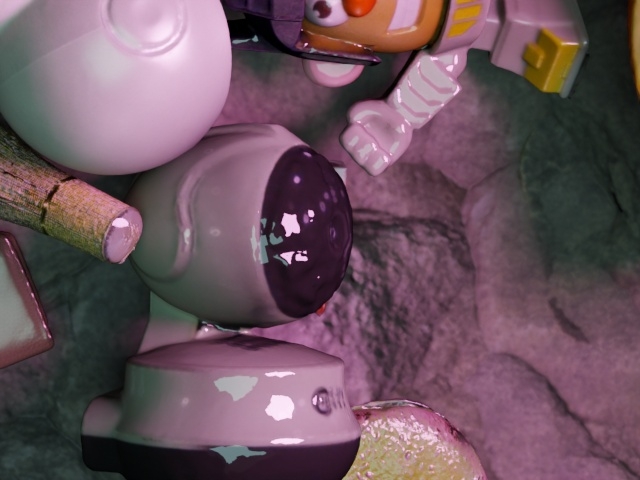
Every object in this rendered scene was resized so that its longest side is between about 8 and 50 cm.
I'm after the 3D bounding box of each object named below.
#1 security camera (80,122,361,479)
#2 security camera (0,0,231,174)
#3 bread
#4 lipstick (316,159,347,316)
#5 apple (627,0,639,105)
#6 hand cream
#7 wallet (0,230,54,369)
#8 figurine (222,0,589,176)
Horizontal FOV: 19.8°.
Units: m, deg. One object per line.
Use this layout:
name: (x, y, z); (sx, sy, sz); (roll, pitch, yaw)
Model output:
security camera: (-0.064, 0.049, 1.421); (0.191, 0.197, 0.277); (0, 91, 30)
security camera: (-0.175, -0.154, 1.346); (0.194, 0.194, 0.236); (-42, 95, 5)
bread: (0.040, 0.244, 1.543); (0.228, 0.033, 0.229); (-1, 96, -10)
lipstick: (0.001, 0.000, 1.496); (0.030, 0.030, 0.129); (3, 103, -7)
apple: (0.397, -0.149, 1.316); (0.374, 0.384, 0.374); (0, 108, 0)
hand cream: (-0.220, -0.040, 1.389); (0.203, 0.084, 0.084); (23, 103, 24)
wallet: (-0.302, 0.062, 1.477); (0.152, 0.039, 0.118); (-19, 107, -4)
figurine: (0.061, -0.201, 1.394); (0.308, 0.143, 0.309); (1, 86, -8)
